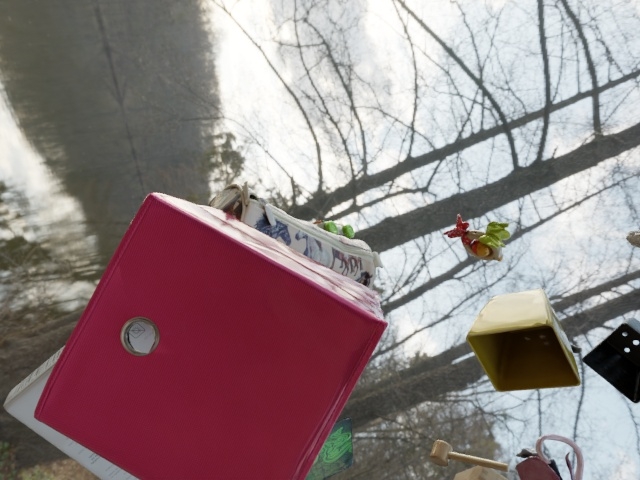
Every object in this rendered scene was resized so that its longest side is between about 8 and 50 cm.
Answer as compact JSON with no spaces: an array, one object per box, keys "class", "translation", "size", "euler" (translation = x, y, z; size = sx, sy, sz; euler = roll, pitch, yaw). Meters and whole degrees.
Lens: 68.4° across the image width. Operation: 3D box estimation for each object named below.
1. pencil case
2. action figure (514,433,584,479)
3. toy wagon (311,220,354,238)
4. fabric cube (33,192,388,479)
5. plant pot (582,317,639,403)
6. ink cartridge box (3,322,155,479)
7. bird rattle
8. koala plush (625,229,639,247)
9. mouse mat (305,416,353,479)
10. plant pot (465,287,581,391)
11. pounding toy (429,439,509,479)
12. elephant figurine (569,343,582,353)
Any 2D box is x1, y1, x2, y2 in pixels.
[{"class":"pencil case","translation":[-0.054,0.018,1.051],"size":[0.183,0.410,0.159],"euler":[-30,-131,41]},{"class":"action figure","translation":[0.630,0.713,1.155],"size":[0.370,0.248,0.275],"euler":[-91,-169,-49]},{"class":"toy wagon","translation":[0.000,0.000,1.841],"size":[0.267,0.344,0.068],"euler":[-24,-106,32]},{"class":"fabric cube","translation":[-0.098,0.124,0.554],"size":[0.254,0.258,0.259],"euler":[-61,176,2]},{"class":"plant pot","translation":[0.968,0.349,1.458],"size":[0.187,0.167,0.188],"euler":[43,-55,22]},{"class":"ink cartridge box","translation":[-0.257,0.249,0.787],"size":[0.330,0.324,0.071],"euler":[53,-10,-25]},{"class":"bird rattle","translation":[0.639,0.011,1.916],"size":[0.254,0.143,0.207],"euler":[2,-43,41]},{"class":"koala plush","translation":[0.899,0.009,1.151],"size":[0.221,0.196,0.203],"euler":[-137,-142,-62]},{"class":"mouse mat","translation":[0.003,0.534,1.170],"size":[0.007,0.190,0.152],"euler":[19,-63,55]},{"class":"plant pot","translation":[0.534,0.248,1.240],"size":[0.212,0.187,0.212],"euler":[-19,-66,35]},{"class":"pounding toy","translation":[0.269,0.442,0.804],"size":[0.206,0.094,0.181],"euler":[32,-34,11]},{"class":"elephant figurine","translation":[0.859,0.370,1.813],"size":[0.169,0.186,0.239],"euler":[16,-42,56]}]
